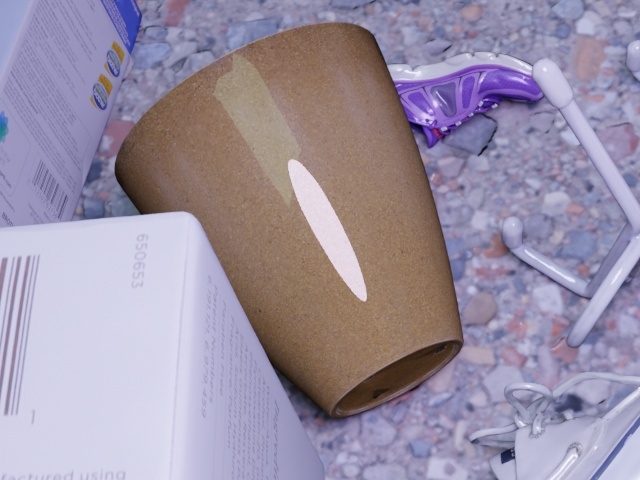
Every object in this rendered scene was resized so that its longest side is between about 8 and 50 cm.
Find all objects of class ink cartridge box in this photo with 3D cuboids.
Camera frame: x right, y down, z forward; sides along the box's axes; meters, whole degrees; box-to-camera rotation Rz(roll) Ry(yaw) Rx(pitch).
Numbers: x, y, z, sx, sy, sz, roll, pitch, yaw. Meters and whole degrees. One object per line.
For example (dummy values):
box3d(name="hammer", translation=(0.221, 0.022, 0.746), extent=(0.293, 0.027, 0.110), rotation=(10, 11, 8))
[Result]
box3d(name="ink cartridge box", translation=(-0.248, -0.131, 1.427), extent=(0.065, 0.185, 0.311), rotation=(8, 62, 20))

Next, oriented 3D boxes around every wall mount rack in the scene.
box3d(name="wall mount rack", translation=(0.244, -0.103, 1.221), extent=(0.130, 0.304, 0.350), rotation=(33, 71, 10))

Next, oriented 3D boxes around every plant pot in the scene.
box3d(name="plant pot", translation=(0.000, 0.000, 1.285), extent=(0.237, 0.237, 0.254), rotation=(-28, 71, -4))

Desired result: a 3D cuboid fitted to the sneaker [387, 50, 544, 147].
box3d(name="sneaker", translation=(0.114, -0.117, 1.416), extent=(0.170, 0.068, 0.071), rotation=(-7, 74, 20))

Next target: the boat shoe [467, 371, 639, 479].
box3d(name="boat shoe", translation=(0.170, 0.173, 1.192), extent=(0.156, 0.136, 0.367), rotation=(37, 84, 32))

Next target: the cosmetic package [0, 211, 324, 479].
box3d(name="cosmetic package", translation=(-0.193, 0.226, 1.081), extent=(0.330, 0.393, 0.327), rotation=(-6, 58, 11))
